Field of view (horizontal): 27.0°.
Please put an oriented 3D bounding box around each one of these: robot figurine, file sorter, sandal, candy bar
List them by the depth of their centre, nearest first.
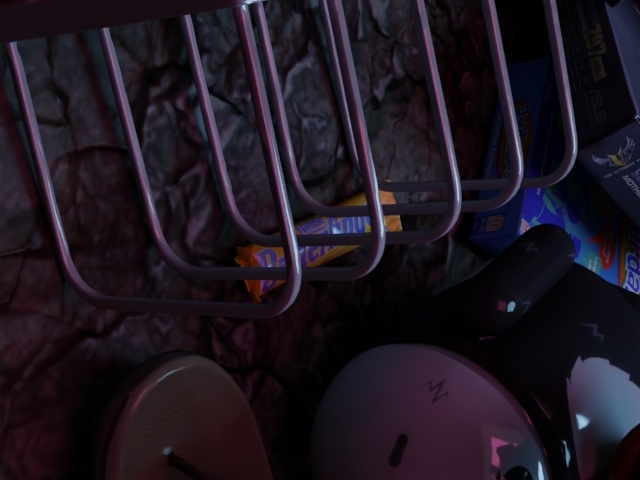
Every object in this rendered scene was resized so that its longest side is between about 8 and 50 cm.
[{"bbox_3d":[-0.007,-0.078,0.749,0.277,0.193,0.173,-24,107,-46],"label":"file sorter"},{"bbox_3d":[-0.036,0.198,0.767,0.120,0.086,0.303,-35,112,-43],"label":"sandal"},{"bbox_3d":[0.000,0.000,0.874,0.161,0.018,0.040,-25,105,-46],"label":"candy bar"},{"bbox_3d":[0.118,0.113,0.876,0.278,0.173,0.209,-31,96,-45],"label":"robot figurine"}]

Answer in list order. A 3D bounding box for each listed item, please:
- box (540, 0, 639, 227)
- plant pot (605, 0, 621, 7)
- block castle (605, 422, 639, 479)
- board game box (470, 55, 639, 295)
[{"bbox_3d":[0.252,-0.105,1.051,0.183,0.059,0.233,40,32,-33],"label":"box"},{"bbox_3d":[0.186,-0.323,0.954,0.230,0.215,0.215,37,54,1],"label":"plant pot"},{"bbox_3d":[0.217,0.318,0.756,0.213,0.303,0.453,-21,142,-54],"label":"block castle"},{"bbox_3d":[0.208,-0.024,1.073,0.210,0.047,0.160,37,57,-40],"label":"board game box"}]
